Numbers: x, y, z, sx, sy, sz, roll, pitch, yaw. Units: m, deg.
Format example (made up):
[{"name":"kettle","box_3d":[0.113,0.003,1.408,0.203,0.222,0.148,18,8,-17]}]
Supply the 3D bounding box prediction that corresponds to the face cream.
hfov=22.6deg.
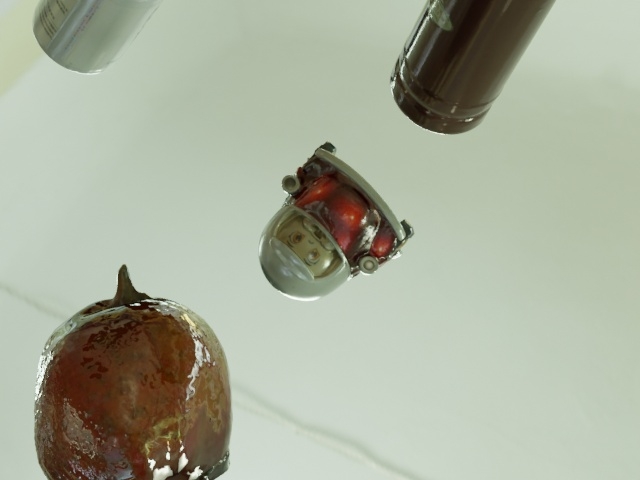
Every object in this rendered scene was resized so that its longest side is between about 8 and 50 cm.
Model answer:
[{"name":"face cream","box_3d":[-0.264,-0.381,2.190,0.369,0.145,0.145,-41,-159,49]}]

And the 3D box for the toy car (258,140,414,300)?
[{"name":"toy car","box_3d":[0.000,0.000,1.325,0.112,0.139,0.112,-44,-96,-13]}]

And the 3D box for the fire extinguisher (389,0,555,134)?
[{"name":"fire extinguisher","box_3d":[0.163,-0.247,1.564,0.135,0.337,0.114,35,-125,4]}]

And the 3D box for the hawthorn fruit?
[{"name":"hawthorn fruit","box_3d":[-0.184,0.148,1.594,0.215,0.215,0.250,-1,-92,32]}]
